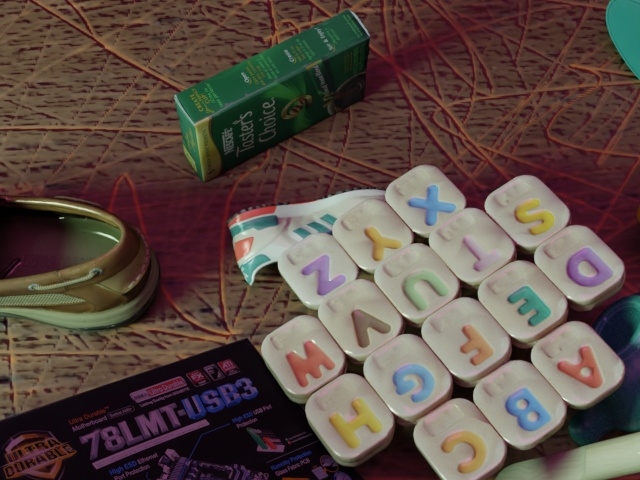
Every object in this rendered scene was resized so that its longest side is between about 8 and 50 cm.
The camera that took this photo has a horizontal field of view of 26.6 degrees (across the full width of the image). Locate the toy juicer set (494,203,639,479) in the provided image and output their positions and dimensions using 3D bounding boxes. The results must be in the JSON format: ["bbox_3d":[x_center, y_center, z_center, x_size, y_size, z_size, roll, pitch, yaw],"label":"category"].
[{"bbox_3d":[0.289,0.096,1.084,0.089,0.209,0.329,38,73,-21],"label":"toy juicer set"}]

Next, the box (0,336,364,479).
[{"bbox_3d":[-0.080,0.227,1.000,0.295,0.073,0.293,-15,54,-49],"label":"box"}]

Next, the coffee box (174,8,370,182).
[{"bbox_3d":[-0.042,-0.131,1.248,0.184,0.113,0.040,-28,68,-14],"label":"coffee box"}]

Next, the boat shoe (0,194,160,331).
[{"bbox_3d":[-0.305,0.006,1.175,0.324,0.120,0.122,-1,62,0],"label":"boat shoe"}]

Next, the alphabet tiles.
[{"bbox_3d":[0.099,0.059,1.108,0.284,0.021,0.278,-32,55,-9],"label":"alphabet tiles"}]

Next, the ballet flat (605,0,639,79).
[{"bbox_3d":[0.370,-0.149,1.276,0.086,0.086,0.248,-31,67,-14],"label":"ballet flat"}]

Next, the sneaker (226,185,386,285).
[{"bbox_3d":[0.000,0.000,1.217,0.161,0.057,0.075,-10,81,-6],"label":"sneaker"}]
